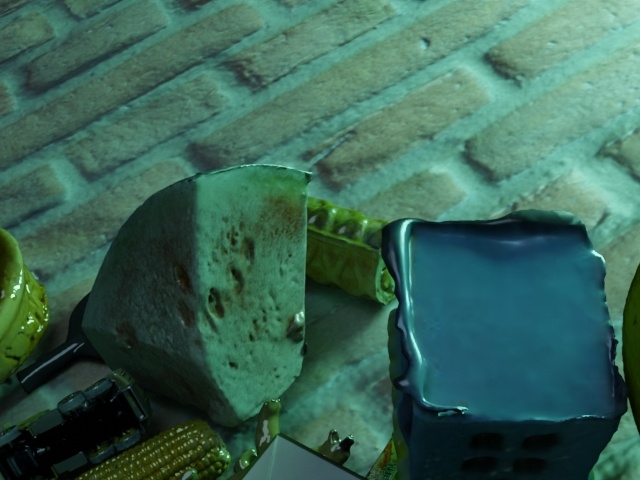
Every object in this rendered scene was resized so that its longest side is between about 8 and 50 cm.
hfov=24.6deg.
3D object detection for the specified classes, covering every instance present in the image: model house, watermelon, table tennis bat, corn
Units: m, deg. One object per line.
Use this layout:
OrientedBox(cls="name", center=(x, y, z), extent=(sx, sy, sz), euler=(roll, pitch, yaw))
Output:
OrientedBox(cls="model house", center=(0.168, 0.144, 1.463), extent=(0.215, 0.303, 0.237), euler=(-2, 52, -1))
OrientedBox(cls="watermelon", center=(-0.117, 0.089, 1.660), extent=(0.228, 0.387, 0.258), euler=(-3, 53, -29))
OrientedBox(cls="table tennis bat", center=(-0.287, 0.117, 1.886), extent=(0.236, 0.027, 0.150), euler=(-36, 42, -14))
OrientedBox(cls="corn", center=(-0.221, 0.282, 1.648), extent=(0.248, 0.081, 0.081), euler=(-28, 42, -3))

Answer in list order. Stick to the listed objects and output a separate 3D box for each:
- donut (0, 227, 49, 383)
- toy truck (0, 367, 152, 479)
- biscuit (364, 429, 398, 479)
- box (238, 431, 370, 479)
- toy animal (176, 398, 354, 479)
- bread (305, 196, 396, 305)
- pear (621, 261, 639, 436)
OrientedBox(cls="donut", center=(-0.512, 0.119, 1.896), extent=(0.330, 0.160, 0.330), euler=(-10, 49, 11))
OrientedBox(cls="toy truck", center=(-0.285, 0.217, 1.718), extent=(0.191, 0.085, 0.116), euler=(-29, 7, 13))
OrientedBox(cls="biscuit", center=(0.076, 0.247, 1.595), extent=(0.046, 0.016, 0.089), euler=(16, 55, 36))
OrientedBox(cls="box", center=(-0.004, 0.328, 1.452), extent=(0.195, 0.148, 0.177), euler=(22, 62, 38))
OrientedBox(cls="toy animal", center=(-0.069, 0.268, 1.598), extent=(0.218, 0.103, 0.101), euler=(-39, 61, -18))
OrientedBox(cls="bread", center=(0.000, -0.001, 1.830), extent=(0.269, 0.098, 0.087), euler=(20, 19, 38))
OrientedBox(cls="pear", center=(0.456, 0.117, 1.300), extent=(0.391, 0.391, 0.391), euler=(-13, 43, 12))
